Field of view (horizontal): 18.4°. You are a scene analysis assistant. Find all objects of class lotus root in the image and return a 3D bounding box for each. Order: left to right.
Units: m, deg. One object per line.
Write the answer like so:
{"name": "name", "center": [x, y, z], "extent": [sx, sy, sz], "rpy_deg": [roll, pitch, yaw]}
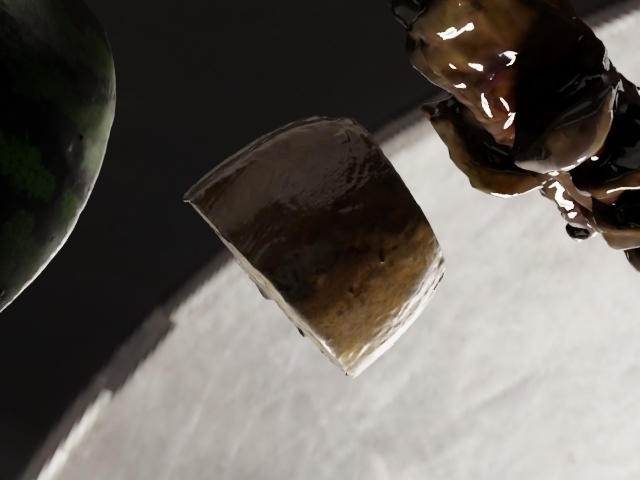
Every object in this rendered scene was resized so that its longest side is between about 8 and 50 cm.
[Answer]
{"name": "lotus root", "center": [0.002, 0.003, 0.882], "extent": [0.081, 0.122, 0.112], "rpy_deg": [-35, 97, -5]}

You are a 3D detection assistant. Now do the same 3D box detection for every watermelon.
{"name": "watermelon", "center": [-0.160, -0.056, 0.857], "extent": [0.145, 0.137, 0.193], "rpy_deg": [-21, 105, -2]}

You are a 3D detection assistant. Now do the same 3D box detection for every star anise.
{"name": "star anise", "center": [0.100, -0.068, 0.943], "extent": [0.099, 0.214, 0.220], "rpy_deg": [-42, 102, 3]}
